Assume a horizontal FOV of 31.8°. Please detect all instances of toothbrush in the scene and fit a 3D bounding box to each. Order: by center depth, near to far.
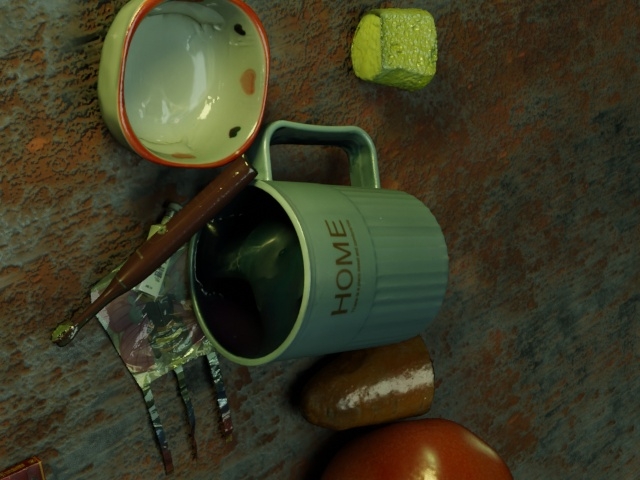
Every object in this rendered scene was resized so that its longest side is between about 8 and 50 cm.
[{"bbox_3d":[-0.226,0.017,1.520,0.364,0.041,0.041,-42,128,2],"label":"toothbrush"}]

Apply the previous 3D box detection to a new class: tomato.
[{"bbox_3d":[0.159,0.447,1.872,0.341,0.273,0.341,-18,154,-9],"label":"tomato"}]

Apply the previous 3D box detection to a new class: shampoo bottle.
[{"bbox_3d":[-0.230,0.011,1.585,0.049,0.034,0.141,26,77,-33],"label":"shampoo bottle"}]

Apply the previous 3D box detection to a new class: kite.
[{"bbox_3d":[-0.211,0.171,1.655,0.204,0.022,0.361,-29,117,-32],"label":"kite"}]

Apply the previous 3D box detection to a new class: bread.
[{"bbox_3d":[0.114,-0.299,1.756,0.114,0.111,0.129,0,83,-36],"label":"bread"}]

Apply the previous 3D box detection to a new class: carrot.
[{"bbox_3d":[0.063,0.241,1.843,0.225,0.159,0.159,-17,112,-23],"label":"carrot"}]

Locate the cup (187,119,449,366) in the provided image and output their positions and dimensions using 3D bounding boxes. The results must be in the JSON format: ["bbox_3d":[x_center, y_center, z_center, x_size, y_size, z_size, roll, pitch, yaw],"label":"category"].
[{"bbox_3d":[-0.010,0.015,1.664,0.311,0.331,0.257,0,142,-44],"label":"cup"}]

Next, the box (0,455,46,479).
[{"bbox_3d":[-0.413,0.333,1.520,0.082,0.023,0.052,-21,115,-35],"label":"box"}]

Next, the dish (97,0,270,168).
[{"bbox_3d":[-0.195,-0.219,1.505,0.256,0.117,0.256,-11,107,-39],"label":"dish"}]
